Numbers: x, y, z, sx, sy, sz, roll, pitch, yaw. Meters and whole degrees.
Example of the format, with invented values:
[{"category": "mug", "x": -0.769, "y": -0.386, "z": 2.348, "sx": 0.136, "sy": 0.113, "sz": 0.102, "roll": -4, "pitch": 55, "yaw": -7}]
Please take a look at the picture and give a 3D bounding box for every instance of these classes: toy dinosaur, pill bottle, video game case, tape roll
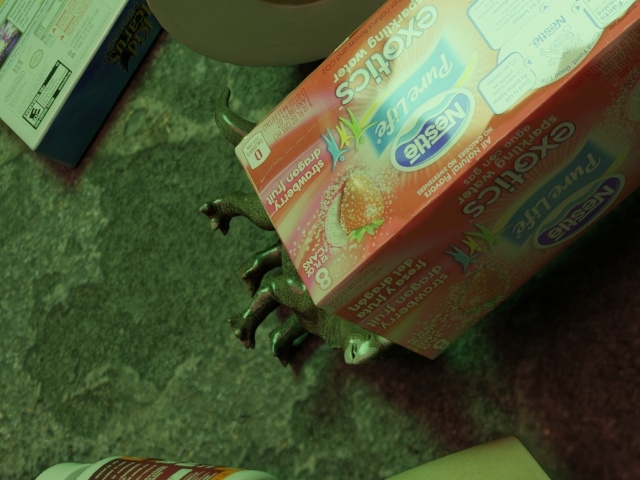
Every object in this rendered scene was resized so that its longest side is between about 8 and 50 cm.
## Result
[{"category": "toy dinosaur", "x": 0.000, "y": 0.000, "z": 1.219, "sx": 0.160, "sy": 0.121, "sz": 0.313, "roll": -28, "pitch": 52, "yaw": 15}, {"category": "pill bottle", "x": -0.130, "y": 0.232, "z": 1.209, "sx": 0.221, "sy": 0.121, "sz": 0.121, "roll": 0, "pitch": 73, "yaw": 40}, {"category": "video game case", "x": -0.253, "y": -0.245, "z": 1.540, "sx": 0.244, "sy": 0.061, "sz": 0.269, "roll": 40, "pitch": 100, "yaw": 40}, {"category": "tape roll", "x": -0.018, "y": -0.271, "z": 1.205, "sx": 0.286, "sy": 0.286, "sz": 0.100, "roll": -39, "pitch": 52, "yaw": 22}]

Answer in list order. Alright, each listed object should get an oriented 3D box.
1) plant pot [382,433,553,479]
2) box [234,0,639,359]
[{"category": "plant pot", "x": 0.058, "y": 0.258, "z": 0.987, "sx": 0.274, "sy": 0.256, "sz": 0.256, "roll": -39, "pitch": 50, "yaw": 1}, {"category": "box", "x": 0.113, "y": -0.082, "z": 0.992, "sx": 0.300, "sy": 0.142, "sz": 0.154, "roll": -43, "pitch": 50, "yaw": 17}]
